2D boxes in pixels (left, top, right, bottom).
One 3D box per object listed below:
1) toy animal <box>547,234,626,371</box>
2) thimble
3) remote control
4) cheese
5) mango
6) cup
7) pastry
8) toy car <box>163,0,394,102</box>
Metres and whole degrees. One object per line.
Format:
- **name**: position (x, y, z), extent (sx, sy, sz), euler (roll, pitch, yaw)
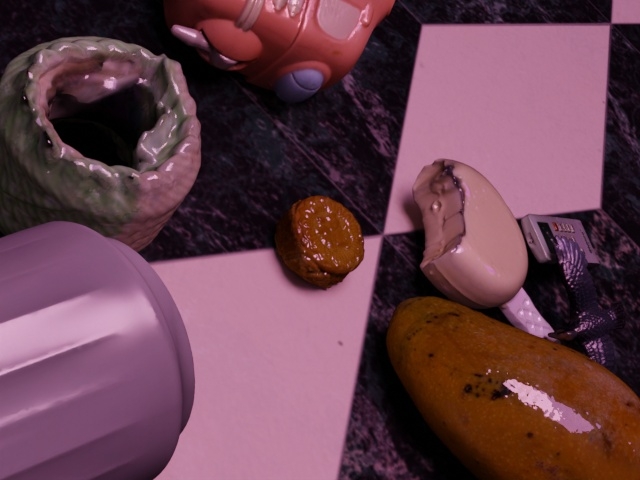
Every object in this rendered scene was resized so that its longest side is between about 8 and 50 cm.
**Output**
- **toy animal**: position (0.307, 0.099, 1.691), extent (0.108, 0.062, 0.220), euler (-8, 88, -59)
- **thimble**: position (-0.221, -0.092, 1.420), extent (0.219, 0.150, 0.219), euler (18, 51, -23)
- **remote control**: position (0.288, 0.005, 1.753), extent (0.166, 0.029, 0.065), euler (4, 61, -56)
- **cheese**: position (0.201, 0.024, 1.683), extent (0.249, 0.071, 0.163), euler (39, 43, -25)
- **mango**: position (0.212, 0.176, 1.523), extent (0.329, 0.175, 0.176), euler (39, 1, -5)
- **cup**: position (-0.274, 0.170, 1.159), extent (0.327, 0.237, 0.322), euler (-19, 101, -42)
- **pastry**: position (0.000, 0.000, 1.572), extent (0.097, 0.057, 0.109), euler (42, 46, -4)
- **toy car**: position (-0.051, -0.270, 1.655), extent (0.271, 0.180, 0.212), euler (21, 64, -25)
